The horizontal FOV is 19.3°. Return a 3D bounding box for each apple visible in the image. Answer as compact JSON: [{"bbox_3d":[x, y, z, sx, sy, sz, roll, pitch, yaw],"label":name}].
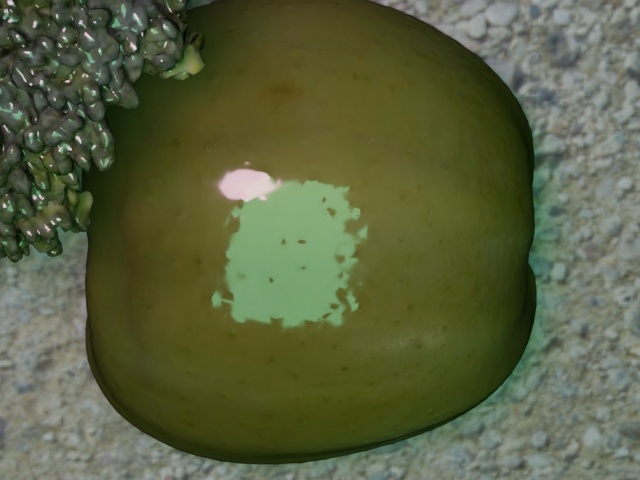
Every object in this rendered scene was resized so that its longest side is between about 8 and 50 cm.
[{"bbox_3d":[0.000,0.000,1.433,0.360,0.311,0.320,-1,154,-6],"label":"apple"}]

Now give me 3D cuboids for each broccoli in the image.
[{"bbox_3d":[-0.245,-0.156,1.244,0.334,0.272,0.324,-42,107,12],"label":"broccoli"}]
